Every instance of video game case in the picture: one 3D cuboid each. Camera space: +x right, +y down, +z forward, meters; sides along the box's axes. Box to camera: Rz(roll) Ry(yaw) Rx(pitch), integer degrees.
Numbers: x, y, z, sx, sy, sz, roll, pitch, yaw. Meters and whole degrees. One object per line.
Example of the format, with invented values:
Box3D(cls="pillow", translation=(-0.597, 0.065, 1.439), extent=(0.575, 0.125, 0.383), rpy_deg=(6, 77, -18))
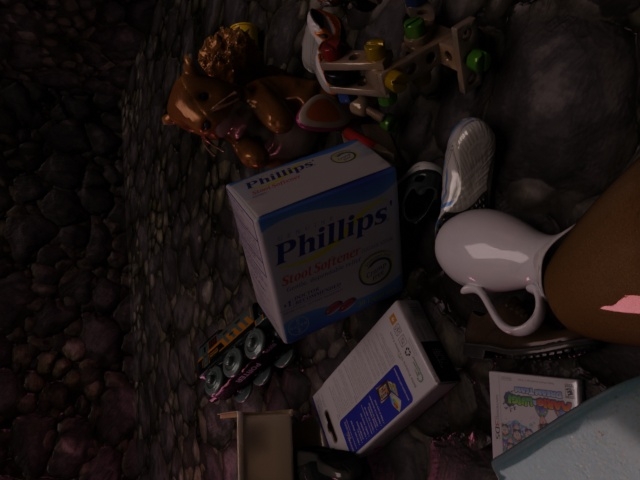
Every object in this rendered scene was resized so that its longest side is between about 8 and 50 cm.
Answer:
Box3D(cls="video game case", translation=(0.315, 0.269, 0.843), extent=(0.157, 0.019, 0.143), rpy_deg=(-12, 77, 57))

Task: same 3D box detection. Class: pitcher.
Box3D(cls="pitcher", translation=(0.258, 0.041, 0.839), extent=(0.207, 0.125, 0.177), rpy_deg=(15, 66, 53))

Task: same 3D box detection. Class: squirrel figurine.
Box3D(cls="squirrel figurine", translation=(-0.202, -0.338, 1.419), extent=(0.281, 0.371, 0.397), rpy_deg=(-58, 41, 38))

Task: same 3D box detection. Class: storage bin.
Box3D(cls="storage bin", translation=(-0.147, 0.507, 1.256), extent=(0.260, 0.123, 0.262), rpy_deg=(140, 129, -64))

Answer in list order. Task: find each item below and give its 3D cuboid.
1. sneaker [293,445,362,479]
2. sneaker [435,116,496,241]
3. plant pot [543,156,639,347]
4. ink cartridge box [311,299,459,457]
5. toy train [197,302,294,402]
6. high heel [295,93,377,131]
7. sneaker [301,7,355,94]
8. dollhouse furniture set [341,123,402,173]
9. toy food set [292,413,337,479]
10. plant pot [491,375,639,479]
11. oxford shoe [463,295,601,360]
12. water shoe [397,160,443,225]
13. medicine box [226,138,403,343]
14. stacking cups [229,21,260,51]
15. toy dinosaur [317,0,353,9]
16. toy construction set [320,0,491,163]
Box3D(cls="sneaker", translation=(0.016, 0.481, 1.130), extent=(0.227, 0.087, 0.130), rpy_deg=(-25, 69, 57))
Box3D(cls="sneaker", translation=(0.241, -0.087, 0.965), extent=(0.086, 0.085, 0.237), rpy_deg=(-72, -10, -73))
Box3D(cls="plant pot", translation=(0.369, 0.021, 0.620), extent=(0.254, 0.237, 0.237), rpy_deg=(131, 134, -63))
Box3D(cls="ink cartridge box", translation=(0.109, 0.294, 1.130), extent=(0.371, 0.069, 0.175), rpy_deg=(-54, 45, 37))
Box3D(cls="toy train", translation=(-0.199, 0.286, 1.517), extent=(0.334, 0.142, 0.190), rpy_deg=(-44, 42, 25))
Box3D(cls="high heel", translation=(0.013, -0.253, 1.204), extent=(0.082, 0.244, 0.117), rpy_deg=(55, 136, -1))
Box3D(cls="sneaker", translation=(0.010, -0.425, 1.368), extent=(0.121, 0.099, 0.262), rpy_deg=(122, 147, -49))
Box3D(cls="dollhouse furniture set", translation=(0.066, -0.148, 1.207), extent=(0.151, 0.144, 0.123), rpy_deg=(110, 153, -50))
Box3D(cls="toy food set", translation=(-0.033, 0.538, 1.325), extent=(0.306, 0.092, 0.219), rpy_deg=(-34, 57, 42))
Box3D(cls="plant pot", translation=(0.378, 0.250, 0.548), extent=(0.252, 0.248, 0.247), rpy_deg=(-51, 43, 22))
Box3D(cls="oxford shoe", translation=(0.294, 0.127, 0.837), extent=(0.227, 0.083, 0.096), rpy_deg=(-11, 72, 56))
Box3D(cls="water shoe", translation=(0.154, -0.064, 1.052), extent=(0.203, 0.073, 0.080), rpy_deg=(120, 165, -57))
Box3D(cls="medicine box", translation=(0.000, 0.000, 1.061), extent=(0.149, 0.264, 0.289), rpy_deg=(48, 154, 48))
Box3D(cls="stacking cups", translation=(-0.220, -0.495, 1.754), extent=(0.096, 0.096, 0.316), rpy_deg=(-14, 79, 57))
Box3D(cls="toy dinosaur", translation=(0.087, -0.641, 1.252), extent=(0.322, 0.164, 0.218), rpy_deg=(-17, 86, 37))
Box3D(cls="toy construction set", translation=(0.154, -0.280, 1.006), extent=(0.237, 0.257, 0.308), rpy_deg=(40, 134, 38))
